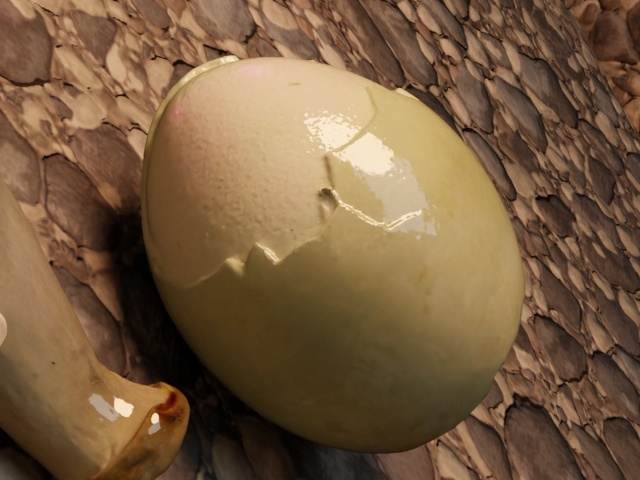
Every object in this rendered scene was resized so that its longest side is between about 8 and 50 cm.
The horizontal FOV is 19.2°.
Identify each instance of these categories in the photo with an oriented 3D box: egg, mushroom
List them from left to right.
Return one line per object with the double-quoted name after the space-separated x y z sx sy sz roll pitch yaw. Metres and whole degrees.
-0.228 0.053 1.266 0.329 0.122 0.159 48 64 -19 "mushroom"
0.000 0.000 1.515 0.336 0.278 0.278 44 29 -20 "egg"

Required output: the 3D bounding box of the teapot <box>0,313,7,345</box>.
-0.274 0.137 1.041 0.204 0.139 0.298 47 29 -19 "teapot"
